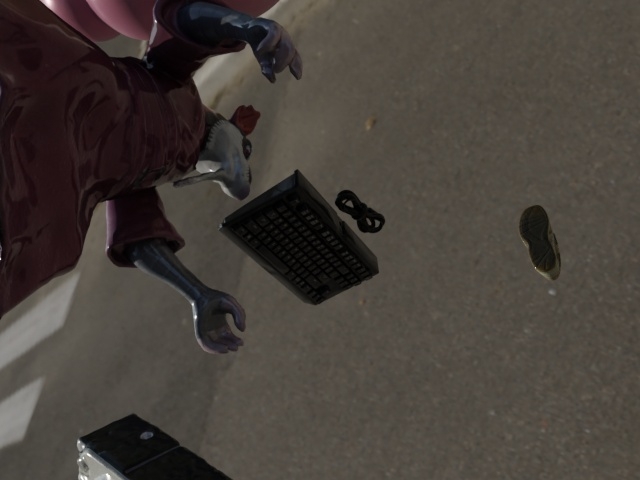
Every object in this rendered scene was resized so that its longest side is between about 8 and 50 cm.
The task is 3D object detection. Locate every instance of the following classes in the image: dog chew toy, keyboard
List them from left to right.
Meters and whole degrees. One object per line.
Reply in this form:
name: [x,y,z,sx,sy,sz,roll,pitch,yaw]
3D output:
dog chew toy: [-0.191,-0.330,1.124,0.332,0.206,0.206,-14,50,24]
keyboard: [0.000,0.000,0.799,0.108,0.180,0.023,-32,58,8]

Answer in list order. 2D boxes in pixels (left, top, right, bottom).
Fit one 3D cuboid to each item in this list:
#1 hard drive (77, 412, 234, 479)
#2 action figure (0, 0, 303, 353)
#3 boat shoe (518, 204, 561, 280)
hard drive: [-0.051,0.294,0.675,0.339,0.064,0.237,22,122,40]
action figure: [-0.166,-0.067,0.665,0.370,0.276,0.248,-15,-54,-67]
boat shoe: [0.335,0.005,1.456,0.050,0.045,0.135,-19,44,21]
